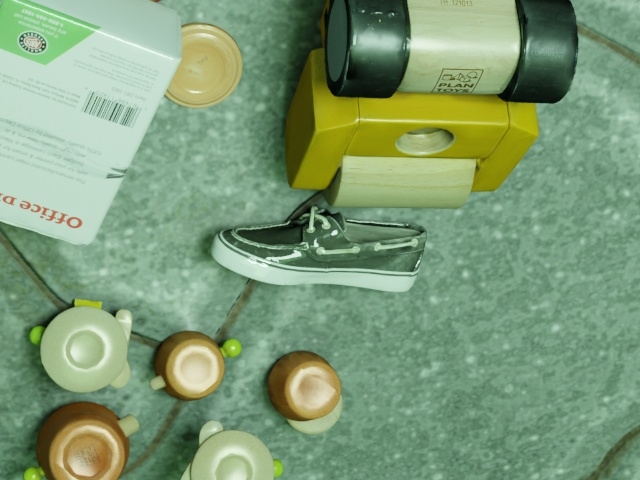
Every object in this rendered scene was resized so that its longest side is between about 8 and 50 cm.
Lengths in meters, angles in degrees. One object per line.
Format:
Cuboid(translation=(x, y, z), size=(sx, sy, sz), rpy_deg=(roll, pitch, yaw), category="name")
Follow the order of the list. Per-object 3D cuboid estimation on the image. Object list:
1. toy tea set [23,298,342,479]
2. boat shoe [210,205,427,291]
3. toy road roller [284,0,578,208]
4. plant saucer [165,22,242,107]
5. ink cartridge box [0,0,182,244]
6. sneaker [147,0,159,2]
Cuboid(translation=(-0.144, 0.179, 1.472), size=(0.336, 0.124, 0.200), rpy_deg=(10, 86, -12), category="toy tea set")
Cuboid(translation=(0.000, 0.000, 1.405), size=(0.219, 0.078, 0.070), rpy_deg=(5, 118, -22), category="boat shoe")
Cuboid(translation=(0.087, -0.190, 1.274), size=(0.203, 0.240, 0.329), rpy_deg=(1, 155, -12), category="toy road roller")
Cuboid(translation=(-0.114, -0.162, 1.326), size=(0.083, 0.013, 0.083), rpy_deg=(-5, 119, -9), category="plant saucer")
Cuboid(translation=(-0.238, -0.121, 1.262), size=(0.160, 0.092, 0.219), rpy_deg=(19, 123, -20), category="ink cartridge box")
Cuboid(translation=(-0.132, -0.259, 1.251), size=(0.175, 0.067, 0.064), rpy_deg=(-16, 149, 14), category="sneaker")
